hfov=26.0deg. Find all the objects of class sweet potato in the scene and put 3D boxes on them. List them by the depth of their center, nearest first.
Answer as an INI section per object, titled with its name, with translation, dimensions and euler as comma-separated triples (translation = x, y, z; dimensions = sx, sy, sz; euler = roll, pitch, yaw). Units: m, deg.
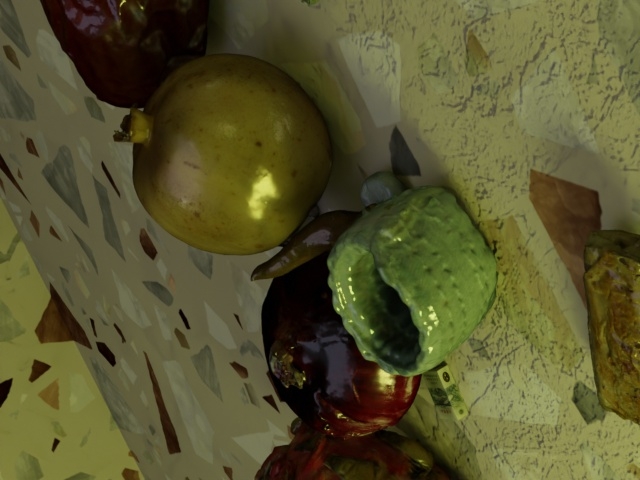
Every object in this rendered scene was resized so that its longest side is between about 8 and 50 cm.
[sweet potato]
translation = -0.001, -0.001, 2.011
dimensions = 0.249, 0.069, 0.059
euler = -24, 120, 32

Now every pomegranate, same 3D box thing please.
[pomegranate]
translation = -0.146, -0.129, 2.037
dimensions = 0.319, 0.319, 0.319
euler = 43, 148, 35

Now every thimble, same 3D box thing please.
[thimble]
translation = 0.118, 0.053, 1.850
dimensions = 0.205, 0.172, 0.250
euler = 27, 139, 35

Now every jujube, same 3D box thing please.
[jujube]
translation = -0.306, -0.382, 2.167
dimensions = 0.276, 0.276, 0.377
euler = 48, 163, 27

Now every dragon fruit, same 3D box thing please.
[dragon fruit]
translation = 0.033, 0.395, 2.211
dimensions = 0.263, 0.296, 0.314
euler = 41, 158, 21

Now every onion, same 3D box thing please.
[onion]
translation = 0.016, 0.151, 2.091
dimensions = 0.314, 0.232, 0.314
euler = 21, 115, 56

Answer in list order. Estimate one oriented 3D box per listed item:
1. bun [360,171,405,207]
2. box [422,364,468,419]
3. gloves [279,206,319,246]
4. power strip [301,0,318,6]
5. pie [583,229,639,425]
[bun]
translation = 0.093, -0.063, 1.957
dimensions = 0.083, 0.045, 0.083
euler = 32, 139, 34
[box]
translation = 0.186, 0.229, 2.093
dimensions = 0.054, 0.024, 0.083
euler = -10, 106, 62
[gloves]
translation = -0.073, -0.038, 2.236
dimensions = 0.144, 0.110, 0.094
euler = 145, 139, -64
[power strip]
translation = -0.017, -0.358, 1.906
dimensions = 0.027, 0.017, 0.083
euler = 42, 147, 38
[pie]
translation = 0.359, 0.114, 1.605
dimensions = 0.128, 0.068, 0.282
euler = 33, 143, 48
